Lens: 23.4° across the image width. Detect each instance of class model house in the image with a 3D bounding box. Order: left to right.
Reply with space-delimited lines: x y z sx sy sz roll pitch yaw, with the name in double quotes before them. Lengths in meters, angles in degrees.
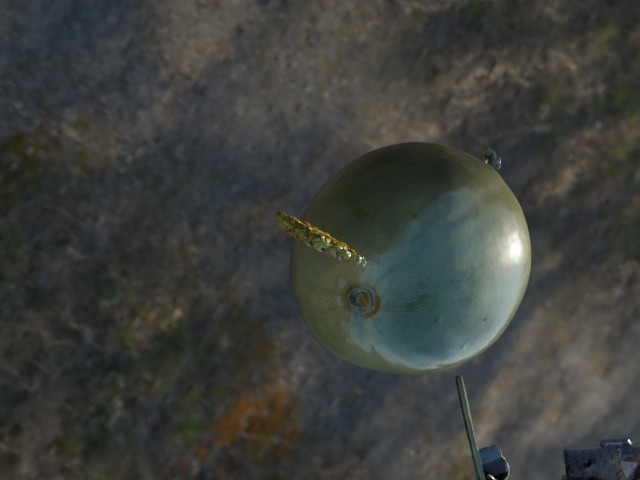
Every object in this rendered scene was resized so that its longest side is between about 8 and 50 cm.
"model house" 0.122 0.134 0.716 0.088 0.117 0.167 -13 139 3

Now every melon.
"melon" 0.097 0.020 1.692 0.308 0.272 0.272 9 110 -49

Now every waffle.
"waffle" 0.002 0.001 1.323 0.078 0.085 0.016 23 97 -33
